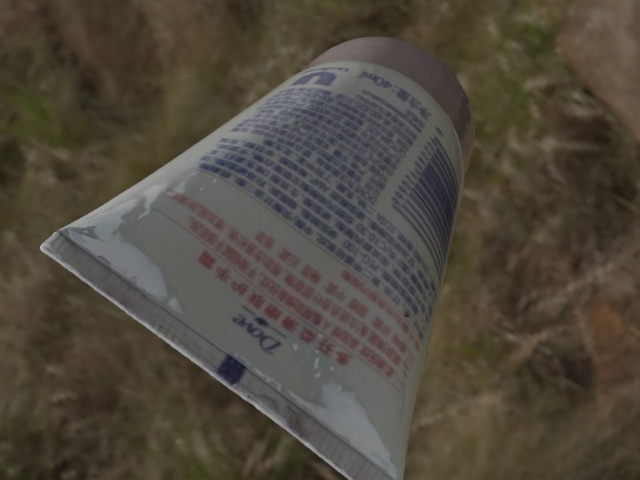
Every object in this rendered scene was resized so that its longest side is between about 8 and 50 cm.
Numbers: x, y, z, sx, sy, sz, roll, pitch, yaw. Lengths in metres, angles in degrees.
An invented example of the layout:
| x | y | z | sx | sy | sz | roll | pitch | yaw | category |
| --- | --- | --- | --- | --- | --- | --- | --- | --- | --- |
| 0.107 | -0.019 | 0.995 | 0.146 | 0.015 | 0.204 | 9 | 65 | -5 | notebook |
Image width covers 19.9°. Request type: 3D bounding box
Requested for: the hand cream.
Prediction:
| x | y | z | sx | sy | sz | roll | pitch | yaw | category |
| --- | --- | --- | --- | --- | --- | --- | --- | --- | --- |
| 0.000 | 0.000 | 0.659 | 0.083 | 0.133 | 0.248 | -54 | 0 | 26 | hand cream |
